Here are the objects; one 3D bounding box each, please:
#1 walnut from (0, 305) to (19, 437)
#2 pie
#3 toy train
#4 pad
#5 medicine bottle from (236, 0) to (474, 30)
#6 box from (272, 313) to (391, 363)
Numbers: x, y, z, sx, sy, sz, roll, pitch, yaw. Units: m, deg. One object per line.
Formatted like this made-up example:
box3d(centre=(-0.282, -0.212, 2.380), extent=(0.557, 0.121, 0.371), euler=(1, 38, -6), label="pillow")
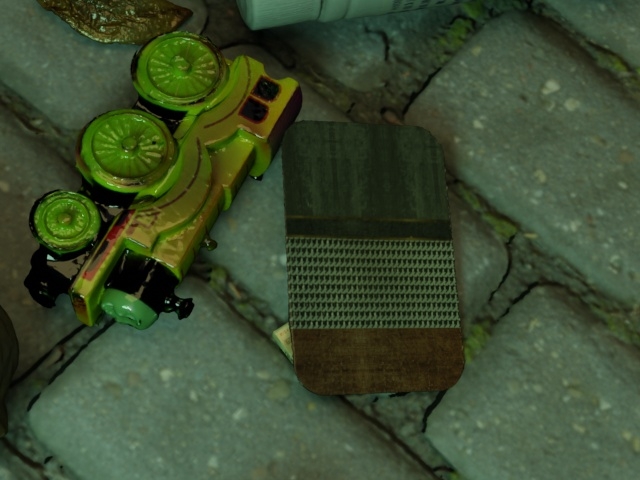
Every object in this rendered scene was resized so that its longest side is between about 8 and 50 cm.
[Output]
box3d(centre=(-0.344, 0.102, 0.883), extent=(0.224, 0.224, 0.224), euler=(2, 68, -5), label="walnut")
box3d(centre=(-0.220, -0.241, 1.125), extent=(0.170, 0.034, 0.092), euler=(34, 66, 2), label="pie")
box3d(centre=(-0.139, -0.051, 1.018), extent=(0.160, 0.100, 0.296), euler=(28, 68, 4), label="toy train")
box3d(centre=(-0.016, 0.005, 0.971), extent=(0.323, 0.055, 0.250), euler=(7, 74, -40), label="pad")
box3d(centre=(0.068, -0.315, 1.099), extent=(0.332, 0.190, 0.190), euler=(-10, 69, -10), label="medicine bottle")
box3d(centre=(0.010, 0.082, 1.024), extent=(0.093, 0.015, 0.058), euler=(-33, 73, -16), label="box")
